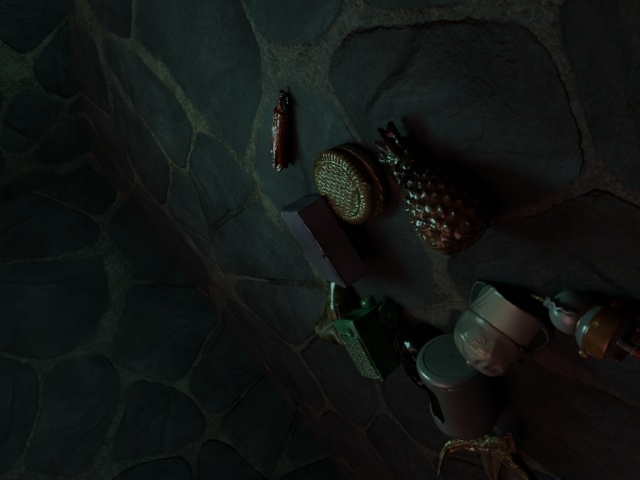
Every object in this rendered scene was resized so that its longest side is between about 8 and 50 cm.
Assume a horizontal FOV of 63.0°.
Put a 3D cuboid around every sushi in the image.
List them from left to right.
[{"bbox_3d":[0.335,0.383,1.690,0.124,0.127,0.225,17,137,48],"label":"sushi"}]

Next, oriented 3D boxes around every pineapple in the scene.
[{"bbox_3d":[0.248,-0.135,1.238,0.361,0.175,0.175,60,154,19],"label":"pineapple"}]

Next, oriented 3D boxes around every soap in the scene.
[{"bbox_3d":[0.000,0.000,1.716,0.296,0.107,0.285,59,167,-13],"label":"soap"}]

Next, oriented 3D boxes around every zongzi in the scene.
[{"bbox_3d":[0.049,0.262,2.003,0.286,0.134,0.288,-14,96,64],"label":"zongzi"}]

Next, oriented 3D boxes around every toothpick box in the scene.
[{"bbox_3d":[0.430,0.452,1.557,0.229,0.229,0.316,17,137,48],"label":"toothpick box"}]

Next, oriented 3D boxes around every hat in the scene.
[{"bbox_3d":[0.448,0.235,1.333,0.232,0.161,0.275,36,144,22],"label":"hat"}]

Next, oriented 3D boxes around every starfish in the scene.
[{"bbox_3d":[0.574,0.746,1.736,0.384,0.132,0.398,51,139,-10],"label":"starfish"}]

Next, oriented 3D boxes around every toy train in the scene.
[{"bbox_3d":[0.190,0.323,1.760,0.145,0.202,0.266,-11,110,61],"label":"toy train"}]

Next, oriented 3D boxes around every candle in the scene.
[{"bbox_3d":[-0.123,-0.340,1.651,0.059,0.084,0.301,13,134,6],"label":"candle"}]

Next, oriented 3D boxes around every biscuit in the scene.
[{"bbox_3d":[0.083,-0.161,1.517,0.259,0.079,0.259,38,147,30],"label":"biscuit"}]

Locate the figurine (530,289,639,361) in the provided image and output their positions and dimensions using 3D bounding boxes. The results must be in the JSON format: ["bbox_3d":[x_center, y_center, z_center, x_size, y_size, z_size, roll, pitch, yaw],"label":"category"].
[{"bbox_3d":[0.572,0.181,1.112,0.271,0.143,0.143,11,130,49],"label":"figurine"}]

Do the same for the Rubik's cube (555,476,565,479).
[{"bbox_3d":[0.751,0.870,1.520,0.205,0.205,0.207,15,132,49],"label":"Rubik's cube"}]
